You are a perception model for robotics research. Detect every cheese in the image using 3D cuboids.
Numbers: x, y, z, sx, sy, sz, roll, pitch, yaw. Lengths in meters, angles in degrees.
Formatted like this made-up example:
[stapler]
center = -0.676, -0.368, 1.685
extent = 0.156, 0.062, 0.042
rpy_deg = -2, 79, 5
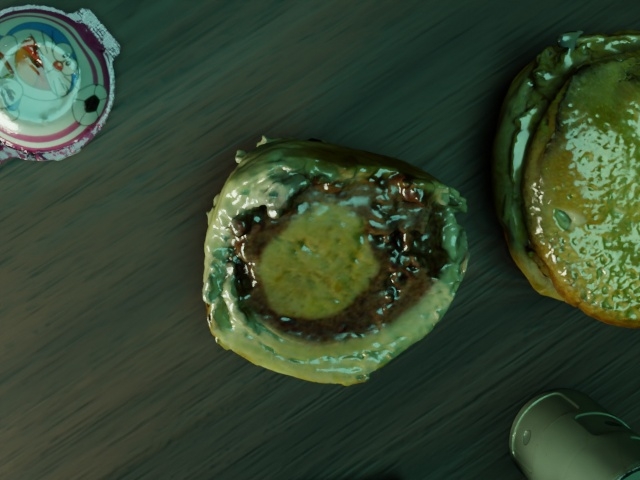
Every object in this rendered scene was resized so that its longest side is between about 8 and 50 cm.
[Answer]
[cheese]
center = -0.304, -0.132, 0.976
extent = 0.244, 0.062, 0.155
rpy_deg = -38, 107, -2

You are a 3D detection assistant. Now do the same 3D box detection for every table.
[table]
center = 0.305, 0.256, 1.092
extent = 0.126, 0.220, 0.126
rpy_deg = -2, 101, -11

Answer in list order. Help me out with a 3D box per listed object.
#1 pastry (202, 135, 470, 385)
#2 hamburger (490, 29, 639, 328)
[pastry]
center = 0.005, 0.007, 1.020
extent = 0.256, 0.170, 0.236
rpy_deg = 10, 118, -18
[hamburger]
center = 0.326, -0.073, 1.063
extent = 0.290, 0.170, 0.314
rpy_deg = -13, 102, -12
